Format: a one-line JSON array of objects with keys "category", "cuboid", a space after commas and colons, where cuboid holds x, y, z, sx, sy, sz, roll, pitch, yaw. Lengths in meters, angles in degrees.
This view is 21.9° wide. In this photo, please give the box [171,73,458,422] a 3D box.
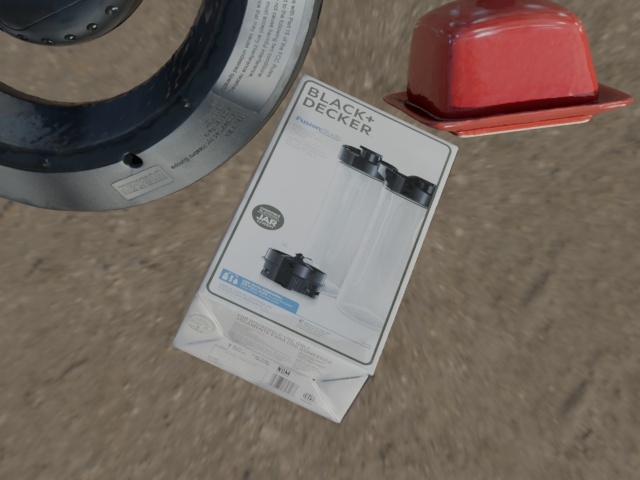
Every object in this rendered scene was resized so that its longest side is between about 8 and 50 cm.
[{"category": "box", "cuboid": [0.000, 0.000, 1.476, 0.169, 0.087, 0.290, 26, 49, -1]}]

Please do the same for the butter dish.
[{"category": "butter dish", "cuboid": [0.133, -0.148, 1.235, 0.160, 0.160, 0.118, -8, 105, -10]}]

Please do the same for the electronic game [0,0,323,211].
[{"category": "electronic game", "cuboid": [-0.106, -0.123, 0.655, 0.229, 0.048, 0.229, 6, 107, 19]}]
